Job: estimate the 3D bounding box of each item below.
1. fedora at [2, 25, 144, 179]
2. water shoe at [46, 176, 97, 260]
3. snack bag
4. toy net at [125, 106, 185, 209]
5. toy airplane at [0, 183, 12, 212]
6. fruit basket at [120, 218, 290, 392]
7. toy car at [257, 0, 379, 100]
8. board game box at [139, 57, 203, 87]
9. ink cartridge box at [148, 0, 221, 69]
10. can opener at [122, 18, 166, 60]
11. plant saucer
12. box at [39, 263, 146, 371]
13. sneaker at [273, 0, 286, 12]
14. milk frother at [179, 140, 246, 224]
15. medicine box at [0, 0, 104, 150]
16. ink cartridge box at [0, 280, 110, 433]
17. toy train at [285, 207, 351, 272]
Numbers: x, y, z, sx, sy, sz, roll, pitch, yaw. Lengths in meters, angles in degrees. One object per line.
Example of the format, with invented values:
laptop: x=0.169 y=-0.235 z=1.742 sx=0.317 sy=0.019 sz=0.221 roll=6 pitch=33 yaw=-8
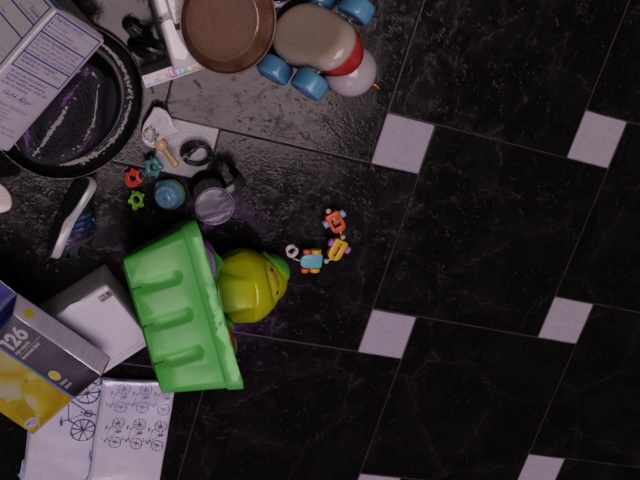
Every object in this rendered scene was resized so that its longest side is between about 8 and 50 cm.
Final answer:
fedora: x=-0.507 y=-0.261 z=1.689 sx=0.334 sy=0.152 sz=0.334 roll=-5 pitch=114 yaw=-12
water shoe: x=-0.518 y=-0.047 z=1.833 sx=0.080 sy=0.073 sz=0.203 roll=17 pitch=114 yaw=-41
snack bag: x=-0.540 y=0.463 z=2.051 sx=0.343 sy=0.037 sz=0.323 roll=7 pitch=111 yaw=-17
toy net: x=-0.357 y=-0.176 z=1.829 sx=0.122 sy=0.045 sz=0.232 roll=6 pitch=110 yaw=8
toy airplane: x=-0.852 y=-0.057 z=1.620 sx=0.386 sy=0.272 sz=0.384 roll=-44 pitch=115 yaw=6
fruit basket: x=-0.217 y=0.123 z=1.846 sx=0.392 sy=0.283 sz=0.392 roll=0 pitch=91 yaw=-15
toy car: x=0.031 y=-0.380 z=1.789 sx=0.219 sy=0.210 sz=0.238 roll=-59 pitch=142 yaw=-2
board game box: x=-0.289 y=-0.357 z=1.732 sx=0.154 sy=0.103 sz=0.026 roll=-20 pitch=116 yaw=-6
ink cartridge box: x=-0.281 y=-0.471 z=1.647 sx=0.100 sy=0.172 sz=0.237 roll=-18 pitch=116 yaw=-10
can opener: x=-0.346 y=-0.381 z=1.665 sx=0.073 sy=0.186 sz=0.059 roll=28 pitch=100 yaw=-36
plant saucer: x=-0.177 y=-0.412 z=1.595 sx=0.199 sy=0.036 sz=0.198 roll=-11 pitch=112 yaw=-29
box: x=-0.502 y=0.185 z=1.897 sx=0.181 sy=0.119 sz=0.182 roll=-32 pitch=116 yaw=1
sneaker: x=-0.103 y=-0.495 z=1.666 sx=0.235 sy=0.153 sz=0.094 roll=-19 pitch=94 yaw=17
milk frother: x=-0.247 y=-0.127 z=1.822 sx=0.143 sy=0.135 sz=0.129 roll=33 pitch=99 yaw=-24
medicine box: x=-0.593 y=-0.363 z=1.549 sx=0.289 sy=0.263 sz=0.149 roll=-46 pitch=158 yaw=7
ink cartridge box: x=-0.659 y=0.253 z=1.827 sx=0.307 sy=0.072 sz=0.304 roll=38 pitch=125 yaw=-18
toy train: x=0.000 y=0.000 z=1.992 sx=0.166 sy=0.046 sz=0.125 roll=-36 pitch=115 yaw=-1
